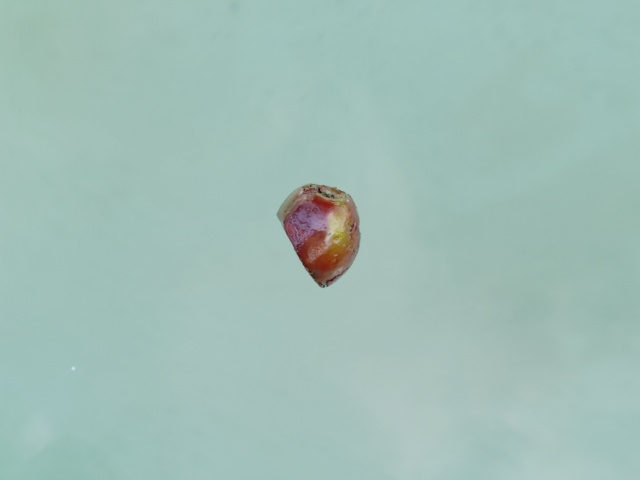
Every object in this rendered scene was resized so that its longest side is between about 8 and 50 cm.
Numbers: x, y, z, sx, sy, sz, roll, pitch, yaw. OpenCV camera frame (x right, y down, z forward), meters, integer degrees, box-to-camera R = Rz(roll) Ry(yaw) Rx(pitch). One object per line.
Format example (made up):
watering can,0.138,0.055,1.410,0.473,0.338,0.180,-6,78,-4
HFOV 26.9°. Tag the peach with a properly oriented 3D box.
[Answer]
peach,0.000,0.000,1.112,0.077,0.050,0.083,7,115,-22
